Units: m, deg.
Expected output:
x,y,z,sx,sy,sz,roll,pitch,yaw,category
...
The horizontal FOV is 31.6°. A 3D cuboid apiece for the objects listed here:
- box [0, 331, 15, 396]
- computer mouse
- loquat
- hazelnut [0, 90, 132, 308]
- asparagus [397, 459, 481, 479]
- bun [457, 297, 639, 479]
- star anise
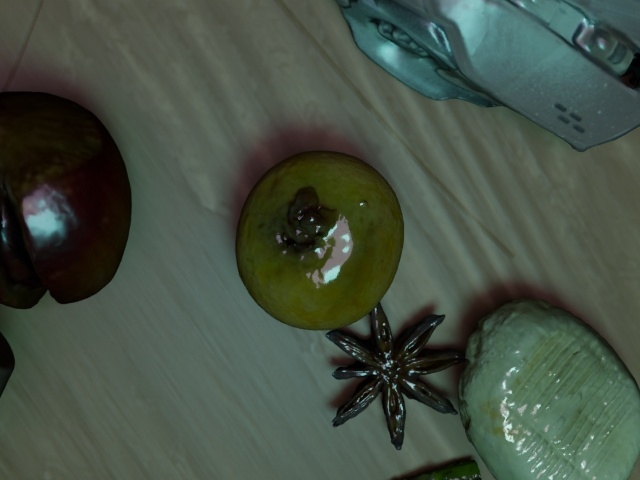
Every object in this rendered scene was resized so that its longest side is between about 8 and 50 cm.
x,y,z,sx,sy,sz,roll,pitch,yaw,category
-0.396,0.100,0.862,0.301,0.301,0.216,39,87,-9,box
0.172,-0.191,0.945,0.389,0.115,0.199,26,98,-7,computer mouse
0.000,0.000,0.942,0.137,0.163,0.163,40,94,22,loquat
-0.252,-0.030,0.915,0.204,0.178,0.178,-8,98,2,hazelnut
0.068,0.240,1.036,0.165,0.030,0.036,-20,109,-2,asparagus
0.195,0.143,0.996,0.188,0.111,0.164,42,75,-14,bun
0.065,0.115,1.012,0.141,0.042,0.141,-1,97,-6,star anise
